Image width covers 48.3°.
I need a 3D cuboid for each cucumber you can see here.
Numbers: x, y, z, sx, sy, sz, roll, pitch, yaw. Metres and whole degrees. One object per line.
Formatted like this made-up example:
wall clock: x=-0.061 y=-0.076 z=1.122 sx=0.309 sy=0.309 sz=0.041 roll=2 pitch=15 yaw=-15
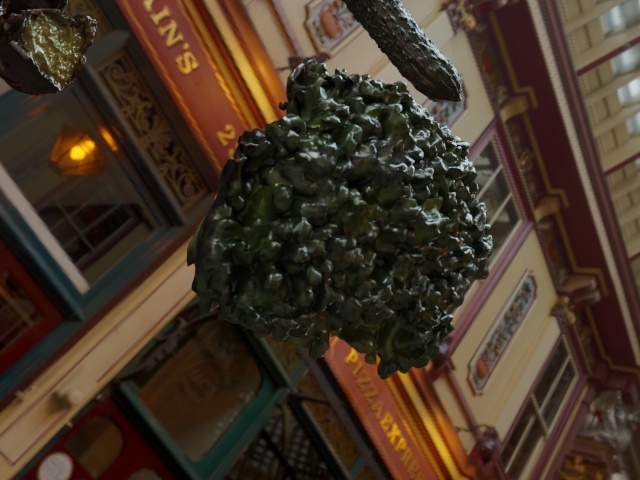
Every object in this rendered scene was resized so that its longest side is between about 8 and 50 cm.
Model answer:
cucumber: x=0.148 y=-0.388 z=1.354 sx=0.359 sy=0.096 sz=0.096 roll=56 pitch=-32 yaw=14

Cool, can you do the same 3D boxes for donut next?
donut: x=-0.487 y=-0.428 z=1.239 sx=0.259 sy=0.345 sz=0.136 roll=18 pitch=-9 yaw=34

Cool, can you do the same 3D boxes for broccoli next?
broccoli: x=0.000 y=0.000 z=0.569 sx=0.288 sy=0.247 sz=0.246 roll=11 pitch=-28 yaw=-39
